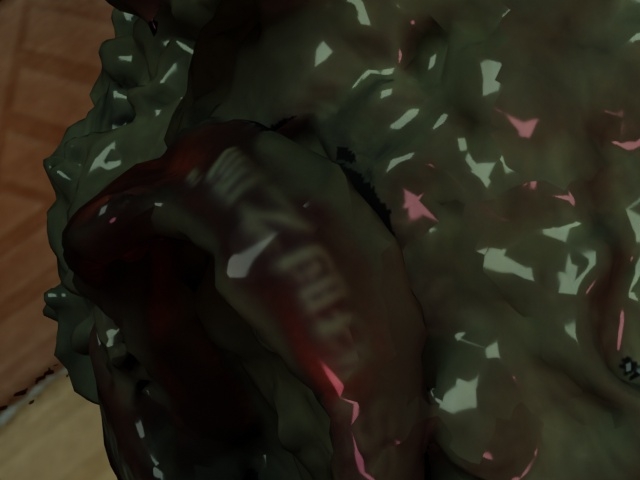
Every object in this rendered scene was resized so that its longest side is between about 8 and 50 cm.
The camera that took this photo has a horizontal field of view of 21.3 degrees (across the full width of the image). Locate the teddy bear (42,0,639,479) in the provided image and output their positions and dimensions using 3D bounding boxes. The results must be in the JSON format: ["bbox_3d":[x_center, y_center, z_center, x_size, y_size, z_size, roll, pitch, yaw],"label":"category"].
[{"bbox_3d":[-0.012,0.017,0.498,0.224,0.357,0.367,-14,-1,-20],"label":"teddy bear"}]
